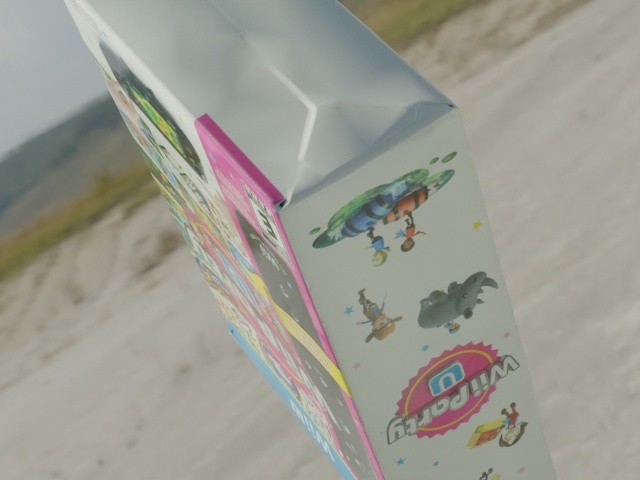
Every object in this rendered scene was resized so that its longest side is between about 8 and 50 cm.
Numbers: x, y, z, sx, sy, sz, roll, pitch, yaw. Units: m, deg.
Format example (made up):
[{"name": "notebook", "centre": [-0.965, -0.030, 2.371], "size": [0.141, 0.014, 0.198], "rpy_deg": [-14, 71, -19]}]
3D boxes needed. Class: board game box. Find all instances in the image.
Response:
[{"name": "board game box", "centre": [0.000, 0.000, 0.926], "size": [0.097, 0.303, 0.224], "rpy_deg": [-34, 49, -10]}]
